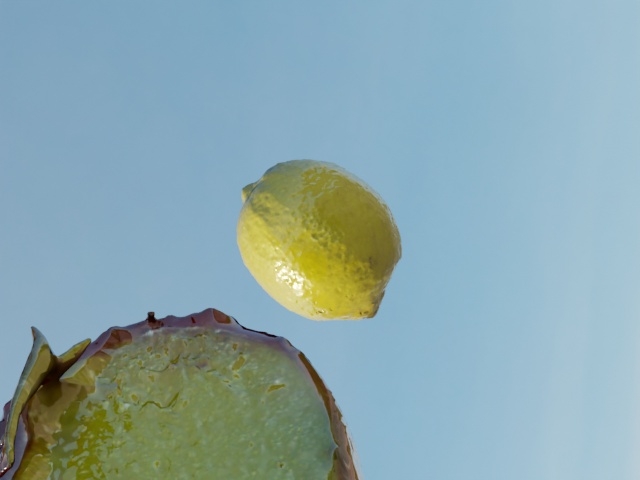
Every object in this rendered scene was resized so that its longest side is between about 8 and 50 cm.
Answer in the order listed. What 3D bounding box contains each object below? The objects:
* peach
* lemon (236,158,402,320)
[{"bbox_3d":[-0.123,0.267,1.163,0.406,0.335,0.310,-105,15,-50],"label":"peach"},{"bbox_3d":[-0.002,-0.002,1.631,0.180,0.193,0.180,-35,-32,-26],"label":"lemon"}]
